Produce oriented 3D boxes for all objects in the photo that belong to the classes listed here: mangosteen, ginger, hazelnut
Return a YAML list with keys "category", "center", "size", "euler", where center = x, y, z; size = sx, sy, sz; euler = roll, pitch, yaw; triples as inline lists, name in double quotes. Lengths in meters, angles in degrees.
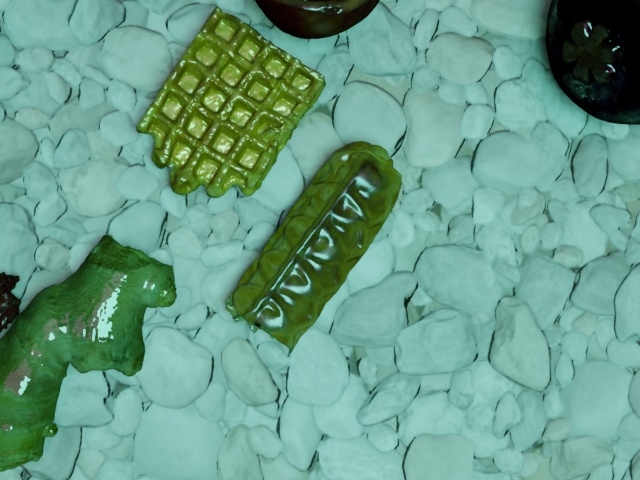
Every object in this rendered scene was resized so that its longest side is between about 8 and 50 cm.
- category: "mangosteen"
  center: [0.389, -0.252, 0.893]
  size: [0.243, 0.243, 0.243]
  euler: [1, 87, -10]
- category: "ginger"
  center: [-0.277, 0.122, 0.813]
  size: [0.290, 0.089, 0.137]
  euler: [-43, 113, -13]
- category: "hazelnut"
  center: [-0.003, -0.333, 0.847]
  size: [0.170, 0.160, 0.202]
  euler: [-4, 93, -9]

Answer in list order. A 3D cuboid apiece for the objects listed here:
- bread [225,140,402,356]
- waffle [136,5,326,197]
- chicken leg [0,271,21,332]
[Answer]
- category: "bread"
  center: [-0.001, 0.000, 0.867]
  size: [0.269, 0.098, 0.087]
  euler: [-55, 138, -9]
- category: "waffle"
  center: [-0.111, -0.142, 0.869]
  size: [0.160, 0.055, 0.211]
  euler: [31, 82, -6]
- category: "chicken leg"
  center: [-0.421, 0.108, 0.806]
  size: [0.219, 0.048, 0.089]
  euler: [-40, 91, -9]
